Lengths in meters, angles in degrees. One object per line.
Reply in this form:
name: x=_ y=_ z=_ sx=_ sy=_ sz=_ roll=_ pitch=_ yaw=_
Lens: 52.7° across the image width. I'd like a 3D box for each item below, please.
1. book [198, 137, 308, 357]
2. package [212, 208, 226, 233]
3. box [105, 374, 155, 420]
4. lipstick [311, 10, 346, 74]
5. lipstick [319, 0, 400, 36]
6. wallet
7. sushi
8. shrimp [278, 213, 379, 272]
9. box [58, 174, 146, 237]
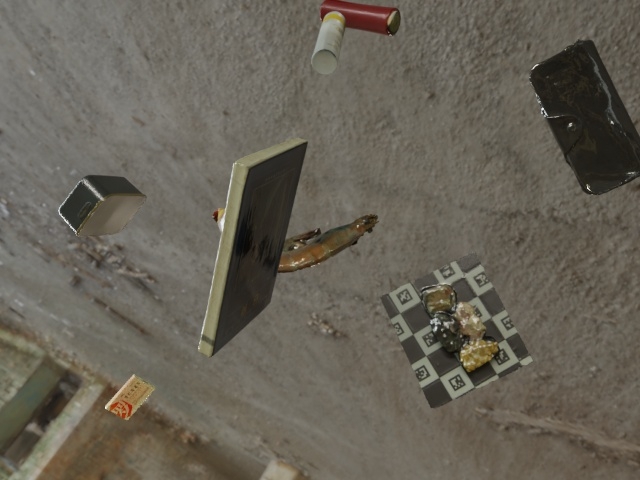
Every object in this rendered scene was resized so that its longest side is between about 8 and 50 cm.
book: x=-0.088 y=0.004 z=0.874 sx=0.025 sy=0.191 sz=0.269 roll=21 pitch=113 yaw=15
package: x=-0.210 y=-0.001 z=1.812 sx=0.223 sy=0.108 sz=0.288 roll=62 pitch=171 yaw=-7
box: x=-0.406 y=0.335 z=1.379 sx=0.058 sy=0.093 sz=0.015 roll=42 pitch=-179 yaw=-31
lipstick: x=0.021 y=-0.447 z=1.449 sx=0.059 sy=0.264 sz=0.059 roll=4 pitch=126 yaw=5
lipstick: x=0.111 y=-0.636 z=1.839 sx=0.241 sy=0.080 sz=0.080 roll=21 pitch=151 yaw=32
wallet: x=0.674 y=-0.308 z=1.627 sx=0.051 sy=0.197 sz=0.377 roll=146 pitch=99 yaw=-89
sushi: x=0.227 y=0.151 z=1.097 sx=0.215 sy=0.192 sz=0.050 roll=64 pitch=-174 yaw=11
shrimp: x=-0.001 y=-0.002 z=1.282 sx=0.143 sy=0.251 sz=0.052 roll=33 pitch=138 yaw=59
box: x=-0.557 y=-0.092 z=1.651 sx=0.090 sy=0.144 sz=0.201 roll=44 pitch=-166 yaw=9
